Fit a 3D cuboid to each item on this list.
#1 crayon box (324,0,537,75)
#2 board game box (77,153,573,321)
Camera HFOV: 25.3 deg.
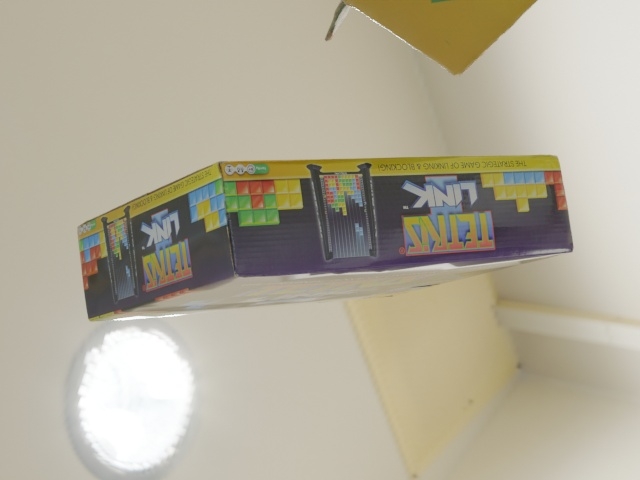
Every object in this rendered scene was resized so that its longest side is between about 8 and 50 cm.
[{"bbox_3d":[0.116,-0.210,0.683,0.081,0.318,0.202,33,-109,-6],"label":"crayon box"},{"bbox_3d":[0.000,0.000,0.626,0.170,0.141,0.048,-3,-97,-32],"label":"board game box"}]
